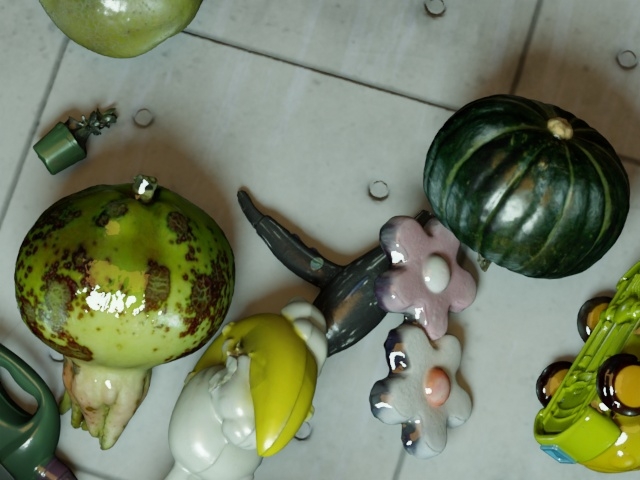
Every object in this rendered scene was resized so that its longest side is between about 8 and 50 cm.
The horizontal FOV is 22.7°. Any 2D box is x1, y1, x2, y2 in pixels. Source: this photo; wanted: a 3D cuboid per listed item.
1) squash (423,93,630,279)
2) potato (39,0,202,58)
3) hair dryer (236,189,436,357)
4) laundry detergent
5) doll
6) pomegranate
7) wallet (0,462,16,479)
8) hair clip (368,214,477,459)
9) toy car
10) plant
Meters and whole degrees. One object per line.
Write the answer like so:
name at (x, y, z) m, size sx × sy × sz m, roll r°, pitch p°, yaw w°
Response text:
squash at (0.211, -0.055, 1.651) m, size 0.218 × 0.172 × 0.218 m, roll 16°, pitch 49°, yaw -19°
potato at (-0.242, -0.319, 1.752) m, size 0.174 × 0.159 × 0.251 m, roll -39°, pitch 91°, yaw -33°
hair dryer at (0.000, 0.000, 1.724) m, size 0.219 × 0.075 × 0.195 m, roll 38°, pitch 71°, yaw 17°
laundry detergent at (-0.337, 0.191, 1.671) m, size 0.221 × 0.078 × 0.144 m, roll 33°, pitch 100°, yaw 10°
doll at (-0.087, 0.173, 1.609) m, size 0.111 × 0.237 × 0.252 m, roll 40°, pitch 40°, yaw -25°
pomegranate at (-0.207, 0.074, 1.635) m, size 0.221 × 0.204 × 0.277 m, roll 13°, pitch 80°, yaw -4°
wallet at (-0.298, 0.303, 1.541) m, size 0.069 × 0.231 × 0.170 m, roll -40°, pitch 106°, yaw 0°
hair clip at (0.105, 0.097, 1.666) m, size 0.146 × 0.075 × 0.257 m, roll 12°, pitch 83°, yaw -37°
toy car at (0.331, 0.135, 1.616) m, size 0.142 × 0.200 × 0.248 m, roll 34°, pitch 81°, yaw -6°
plant at (-0.265, -0.116, 1.758) m, size 0.102 × 0.051 × 0.051 m, roll -38°, pitch 79°, yaw -12°
